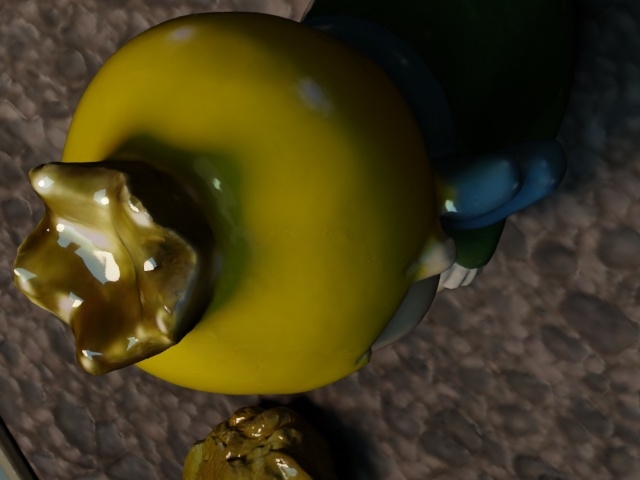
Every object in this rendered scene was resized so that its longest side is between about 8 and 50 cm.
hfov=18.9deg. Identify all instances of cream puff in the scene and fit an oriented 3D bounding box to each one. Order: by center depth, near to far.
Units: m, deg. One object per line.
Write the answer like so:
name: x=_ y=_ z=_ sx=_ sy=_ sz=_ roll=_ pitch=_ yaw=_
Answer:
cream puff: x=-0.021 y=0.107 z=0.812 sx=0.058 sy=0.083 sz=0.083 roll=2 pitch=121 yaw=-22

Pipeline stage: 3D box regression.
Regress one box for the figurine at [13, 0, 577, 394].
figurine: x=-0.013 y=-0.005 z=0.604 sx=0.127 sy=0.234 sz=0.185 roll=35 pitch=133 yaw=2

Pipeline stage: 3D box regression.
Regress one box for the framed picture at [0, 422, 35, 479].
framed picture: x=-0.195 y=0.130 z=0.965 sx=0.149 sy=0.011 sz=0.109 roll=-15 pitch=112 yaw=39
